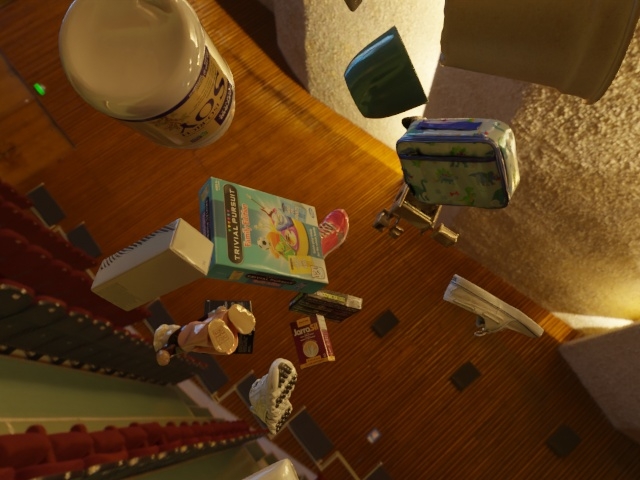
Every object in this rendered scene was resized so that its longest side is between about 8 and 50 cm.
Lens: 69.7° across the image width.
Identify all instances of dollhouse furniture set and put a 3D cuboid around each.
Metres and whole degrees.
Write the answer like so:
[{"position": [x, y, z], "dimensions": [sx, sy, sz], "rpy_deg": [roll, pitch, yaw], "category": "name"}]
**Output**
[{"position": [0.264, -0.055, 1.254], "dimensions": [0.181, 0.101, 0.161], "rpy_deg": [32, -26, -8], "category": "dollhouse furniture set"}]

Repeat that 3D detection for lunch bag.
[{"position": [0.261, -0.151, 0.893], "dimensions": [0.218, 0.090, 0.176], "rpy_deg": [12, -38, 39], "category": "lunch bag"}]

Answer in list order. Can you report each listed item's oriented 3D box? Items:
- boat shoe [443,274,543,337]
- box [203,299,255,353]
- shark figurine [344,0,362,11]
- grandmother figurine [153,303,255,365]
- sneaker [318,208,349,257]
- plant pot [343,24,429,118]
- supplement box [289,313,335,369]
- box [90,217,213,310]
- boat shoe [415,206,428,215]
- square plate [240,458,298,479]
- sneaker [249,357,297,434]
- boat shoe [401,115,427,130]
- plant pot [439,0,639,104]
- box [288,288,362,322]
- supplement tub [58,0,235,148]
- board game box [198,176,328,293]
[{"position": [0.610, 0.281, 1.666], "dimensions": [0.367, 0.157, 0.136], "rpy_deg": [31, 3, 2], "category": "boat shoe"}, {"position": [-0.349, 0.318, 1.724], "dimensions": [0.261, 0.184, 0.103], "rpy_deg": [-124, -138, -70], "category": "box"}, {"position": [0.013, -0.531, 0.724], "dimensions": [0.278, 0.166, 0.116], "rpy_deg": [43, -31, -23], "category": "shark figurine"}, {"position": [-0.313, 0.238, 1.121], "dimensions": [0.342, 0.207, 0.104], "rpy_deg": [-20, -87, 46], "category": "grandmother figurine"}, {"position": [0.000, 0.001, 1.699], "dimensions": [0.115, 0.314, 0.136], "rpy_deg": [30, -13, 26], "category": "sneaker"}, {"position": [0.227, -0.579, 1.664], "dimensions": [0.293, 0.235, 0.293], "rpy_deg": [51, 25, -35], "category": "plant pot"}, {"position": [-0.014, 0.177, 0.805], "dimensions": [0.043, 0.054, 0.083], "rpy_deg": [37, 34, -69], "category": "supplement box"}, {"position": [-0.382, 0.061, 1.042], "dimensions": [0.113, 0.275, 0.094], "rpy_deg": [46, 32, -38], "category": "box"}, {"position": [0.448, -0.231, 1.659], "dimensions": [0.123, 0.342, 0.123], "rpy_deg": [19, -9, 31], "category": "boat shoe"}, {"position": [-0.159, 0.739, 1.050], "dimensions": [0.344, 0.347, 0.049], "rpy_deg": [64, 2, 11], "category": "square plate"}, {"position": [-0.139, 0.412, 1.242], "dimensions": [0.118, 0.110, 0.292], "rpy_deg": [29, -47, 20], "category": "sneaker"}, {"position": [0.230, -0.279, 1.126], "dimensions": [0.153, 0.048, 0.056], "rpy_deg": [-84, 177, -63], "category": "boat shoe"}, {"position": [0.398, -0.446, 0.888], "dimensions": [0.305, 0.334, 0.334], "rpy_deg": [9, -27, 15], "category": "plant pot"}, {"position": [0.013, 0.209, 1.484], "dimensions": [0.190, 0.045, 0.184], "rpy_deg": [15, -25, -14], "category": "box"}, {"position": [-0.304, -0.315, 0.896], "dimensions": [0.241, 0.241, 0.331], "rpy_deg": [52, 2, 3], "category": "supplement tub"}, {"position": [-0.149, -0.006, 1.224], "dimensions": [0.336, 0.079, 0.254], "rpy_deg": [14, 53, -37], "category": "board game box"}]
